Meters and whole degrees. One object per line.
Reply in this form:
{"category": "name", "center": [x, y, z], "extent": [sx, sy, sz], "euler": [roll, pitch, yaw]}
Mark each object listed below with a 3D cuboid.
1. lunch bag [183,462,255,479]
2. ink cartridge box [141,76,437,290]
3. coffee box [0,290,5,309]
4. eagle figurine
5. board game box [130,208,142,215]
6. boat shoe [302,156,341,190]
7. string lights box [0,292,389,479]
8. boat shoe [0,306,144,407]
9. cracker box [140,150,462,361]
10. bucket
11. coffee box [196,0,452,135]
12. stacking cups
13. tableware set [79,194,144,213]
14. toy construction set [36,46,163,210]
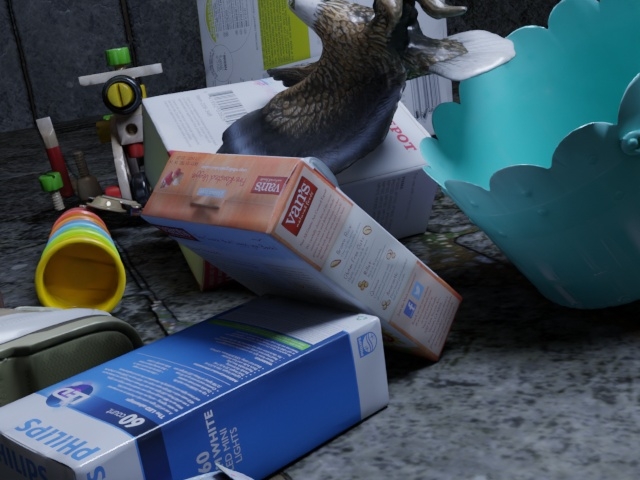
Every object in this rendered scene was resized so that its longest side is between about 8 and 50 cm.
{"category": "lunch bag", "center": [-0.052, 0.164, 0.518], "extent": [0.083, 0.053, 0.071], "euler": [-7, 14, -32]}
{"category": "ink cartridge box", "center": [-0.039, -0.088, 1.098], "extent": [0.306, 0.131, 0.226], "euler": [-13, 47, -22]}
{"category": "coffee box", "center": [-0.459, 0.074, 0.942], "extent": [0.246, 0.098, 0.141], "euler": [4, 20, 37]}
{"category": "eagle figurine", "center": [0.028, -0.179, 0.927], "extent": [0.226, 0.298, 0.225], "euler": [-2, 55, -26]}
{"category": "board game box", "center": [-0.253, -0.080, 1.504], "extent": [0.133, 0.033, 0.169], "euler": [-11, 16, -9]}
{"category": "boat shoe", "center": [0.000, 0.000, 0.887], "extent": [0.075, 0.226, 0.083], "euler": [-20, 58, 11]}
{"category": "string lights box", "center": [-0.088, 0.120, 0.642], "extent": [0.259, 0.077, 0.133], "euler": [-22, 20, -40]}
{"category": "boat shoe", "center": [-0.297, 0.117, 0.715], "extent": [0.302, 0.113, 0.103], "euler": [-6, 11, -35]}
{"category": "cracker box", "center": [-0.010, 0.014, 0.739], "extent": [0.155, 0.067, 0.232], "euler": [9, -21, 44]}
{"category": "bucket", "center": [0.248, -0.086, 0.819], "extent": [0.281, 0.183, 0.281], "euler": [-36, 22, 17]}
{"category": "coffee box", "center": [0.010, -0.342, 1.675], "extent": [0.334, 0.338, 0.337], "euler": [4, 15, 44]}
{"category": "stacking cups", "center": [-0.297, 0.021, 1.101], "extent": [0.096, 0.096, 0.316], "euler": [-12, 12, -14]}
{"category": "tableware set", "center": [-0.250, -0.041, 1.258], "extent": [0.168, 0.020, 0.141], "euler": [12, 3, 5]}
{"category": "toy construction set", "center": [-0.327, -0.187, 1.429], "extent": [0.308, 0.237, 0.257], "euler": [-5, 22, 21]}
